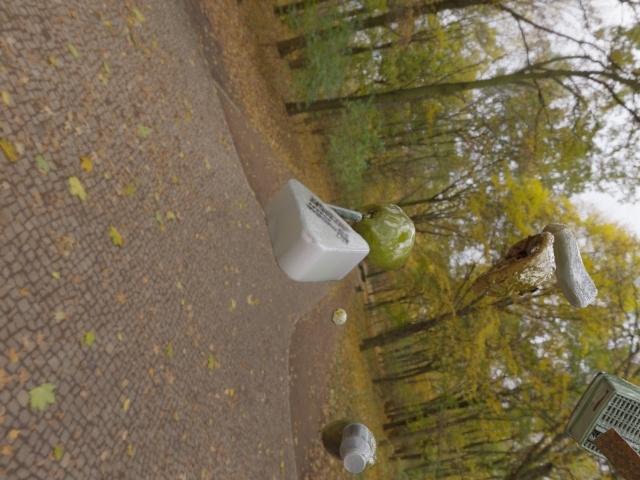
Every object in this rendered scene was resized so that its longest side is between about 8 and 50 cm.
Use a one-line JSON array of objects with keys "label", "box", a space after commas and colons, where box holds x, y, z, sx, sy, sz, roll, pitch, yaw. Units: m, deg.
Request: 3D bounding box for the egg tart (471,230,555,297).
[{"label": "egg tart", "box": [0.702, 0.114, 1.500, 0.153, 0.340, 0.351, 52, -29, 12]}]

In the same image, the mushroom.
[{"label": "mushroom", "box": [0.956, 0.086, 1.614, 0.159, 0.122, 0.328, 6, 67, -69]}]

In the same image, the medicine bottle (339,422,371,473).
[{"label": "medicine bottle", "box": [0.153, 0.904, 1.828, 0.215, 0.135, 0.135, -36, 113, -81]}]

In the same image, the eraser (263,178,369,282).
[{"label": "eraser", "box": [0.000, 0.000, 1.244, 0.331, 0.150, 0.331, 40, 19, -17]}]

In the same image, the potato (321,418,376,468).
[{"label": "potato", "box": [0.139, 0.999, 2.079, 0.173, 0.308, 0.210, -23, 113, -55]}]

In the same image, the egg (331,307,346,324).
[{"label": "egg", "box": [0.081, 0.335, 1.866, 0.083, 0.071, 0.071, -87, 164, -62]}]

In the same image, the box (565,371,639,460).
[{"label": "box", "box": [1.035, 0.629, 1.487, 0.290, 0.221, 0.166, -68, 169, 16]}]

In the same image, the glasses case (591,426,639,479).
[{"label": "glasses case", "box": [0.866, 0.634, 1.151, 0.049, 0.075, 0.218, 42, 12, -36]}]

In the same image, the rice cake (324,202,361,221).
[{"label": "rice cake", "box": [0.053, -0.113, 1.563, 0.033, 0.208, 0.033, -68, 174, -66]}]

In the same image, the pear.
[{"label": "pear", "box": [0.272, -0.005, 1.807, 0.375, 0.287, 0.287, 49, 23, -39]}]
